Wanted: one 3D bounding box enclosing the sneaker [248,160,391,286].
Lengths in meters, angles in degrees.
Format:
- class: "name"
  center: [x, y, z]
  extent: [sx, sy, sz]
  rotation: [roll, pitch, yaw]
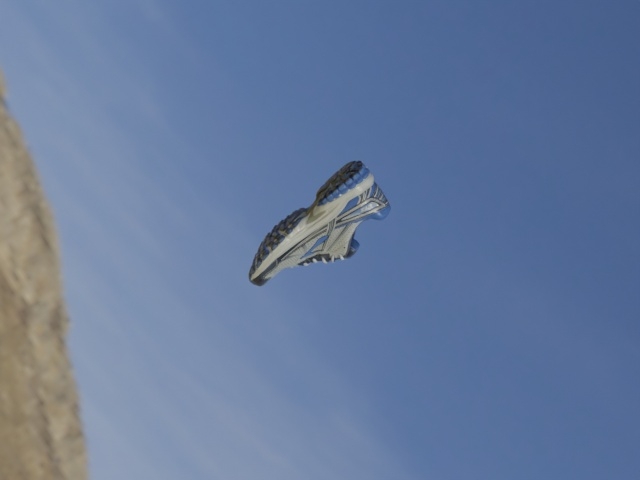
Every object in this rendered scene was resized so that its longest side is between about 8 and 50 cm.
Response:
- class: "sneaker"
  center: [0.000, 0.000, 1.381]
  extent: [0.058, 0.135, 0.052]
  rotation: [45, 20, -14]
